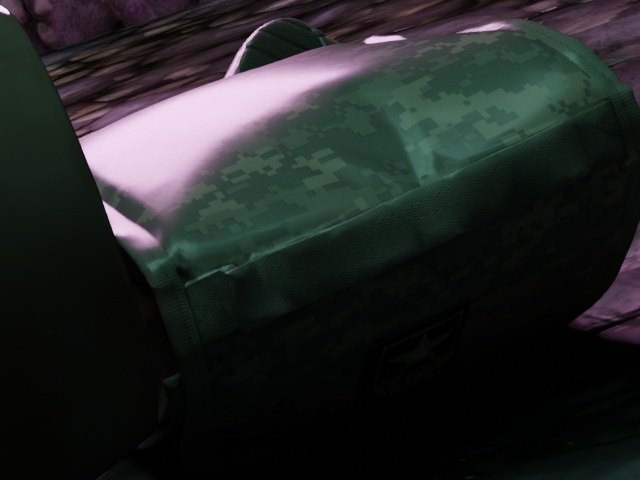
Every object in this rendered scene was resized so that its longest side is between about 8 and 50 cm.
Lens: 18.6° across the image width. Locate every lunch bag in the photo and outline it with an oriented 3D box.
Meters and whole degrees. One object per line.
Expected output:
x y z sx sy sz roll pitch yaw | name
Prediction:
0.000 0.000 0.926 0.235 0.169 0.287 -23 9 -17 | lunch bag

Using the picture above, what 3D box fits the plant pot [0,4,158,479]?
-0.227 0.036 0.764 0.280 0.323 0.323 -21 13 -14 | plant pot

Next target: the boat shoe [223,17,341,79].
-0.069 -0.021 1.274 0.324 0.123 0.116 -47 -4 -47 | boat shoe
